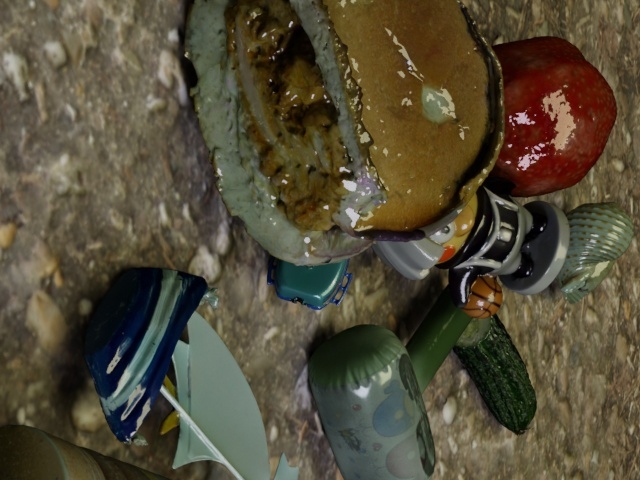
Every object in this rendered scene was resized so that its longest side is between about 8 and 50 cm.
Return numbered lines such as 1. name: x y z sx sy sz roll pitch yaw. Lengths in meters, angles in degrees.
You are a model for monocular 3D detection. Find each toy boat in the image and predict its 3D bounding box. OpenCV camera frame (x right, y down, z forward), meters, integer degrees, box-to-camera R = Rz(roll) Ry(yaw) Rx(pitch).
1. toy boat: 0.000 0.000 1.448 0.110 0.091 0.175 98 10 -68
2. toy boat: -0.100 0.157 1.261 0.291 0.067 0.220 49 34 -24

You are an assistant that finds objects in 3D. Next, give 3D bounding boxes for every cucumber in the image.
1. cucumber: 0.240 0.174 1.790 0.265 0.077 0.077 55 52 -42

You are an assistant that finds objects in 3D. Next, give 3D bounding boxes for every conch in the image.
1. conch: 0.389 0.011 1.948 0.153 0.102 0.135 -42 146 1

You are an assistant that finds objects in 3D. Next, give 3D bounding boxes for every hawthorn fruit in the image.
1. hawthorn fruit: 0.246 -0.151 1.658 0.253 0.205 0.205 -13 105 -46

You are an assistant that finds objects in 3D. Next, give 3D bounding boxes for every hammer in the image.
1. hammer: 0.109 0.141 1.588 0.335 0.119 0.206 -49 132 -48

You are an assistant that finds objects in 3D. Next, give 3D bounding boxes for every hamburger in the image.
1. hamburger: 0.036 -0.146 1.320 0.277 0.195 0.317 -16 93 -47

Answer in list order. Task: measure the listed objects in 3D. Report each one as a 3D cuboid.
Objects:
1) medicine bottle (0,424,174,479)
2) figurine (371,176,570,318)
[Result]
1. medicine bottle: -0.174 0.275 1.170 0.322 0.151 0.151 35 67 -50
2. figurine: 0.162 -0.009 1.569 0.236 0.133 0.176 20 83 -29
